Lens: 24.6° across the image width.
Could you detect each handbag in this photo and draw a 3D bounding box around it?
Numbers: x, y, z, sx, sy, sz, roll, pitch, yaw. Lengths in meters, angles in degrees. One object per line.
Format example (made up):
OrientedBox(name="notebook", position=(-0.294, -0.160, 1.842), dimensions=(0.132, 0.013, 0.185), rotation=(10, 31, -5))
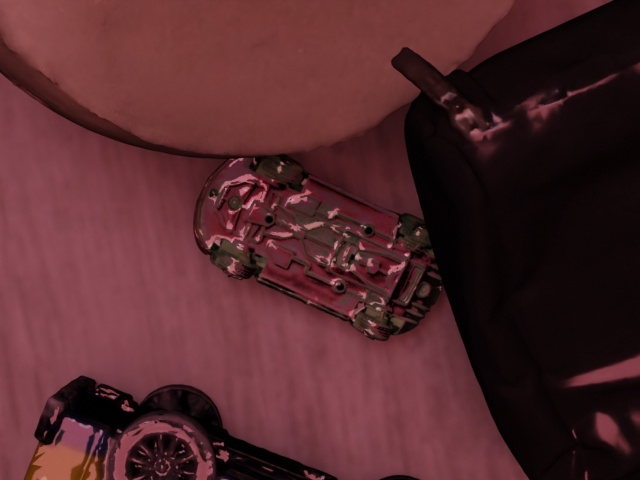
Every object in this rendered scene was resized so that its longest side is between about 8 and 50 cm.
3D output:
OrientedBox(name="handbag", position=(0.183, -0.050, 0.708), dimensions=(0.302, 0.178, 0.275), rotation=(-27, 124, 0))

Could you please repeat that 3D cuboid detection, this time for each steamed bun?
OrientedBox(name="steamed bun", position=(-0.043, -0.201, 0.678), dimensions=(0.324, 0.206, 0.324), rotation=(-12, 126, -17))

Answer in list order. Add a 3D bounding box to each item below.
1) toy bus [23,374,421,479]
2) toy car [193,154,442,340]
OrientedBox(name="toy bus", position=(-0.026, 0.191, 0.741), dimensions=(0.288, 0.138, 0.175), rotation=(22, 89, -2))
OrientedBox(name="toy car", position=(0.000, 0.000, 0.783), dimensions=(0.142, 0.055, 0.069), rotation=(25, 98, -12))
